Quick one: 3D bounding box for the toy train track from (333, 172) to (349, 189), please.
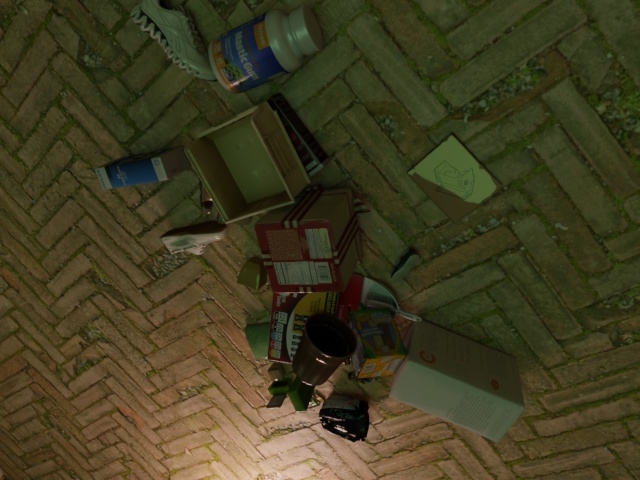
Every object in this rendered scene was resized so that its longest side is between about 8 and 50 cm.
[{"bbox_3d":[0.068,-0.160,1.346,0.048,0.014,0.083,26,115,13],"label":"toy train track"}]

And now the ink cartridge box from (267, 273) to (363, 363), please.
[{"bbox_3d":[-0.018,0.247,1.467,0.271,0.130,0.310,9,115,3],"label":"ink cartridge box"}]

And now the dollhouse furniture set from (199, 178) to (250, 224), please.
[{"bbox_3d":[-0.312,-0.139,1.476,0.151,0.123,0.144,-2,121,-19],"label":"dollhouse furniture set"}]

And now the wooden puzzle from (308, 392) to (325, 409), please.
[{"bbox_3d":[-0.044,0.624,1.772,0.116,0.014,0.078,-38,99,30],"label":"wooden puzzle"}]

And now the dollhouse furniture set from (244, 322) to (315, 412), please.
[{"bbox_3d":[-0.167,0.458,1.651,0.197,0.151,0.302,-13,110,24],"label":"dollhouse furniture set"}]

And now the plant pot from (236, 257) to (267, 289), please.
[{"bbox_3d":[-0.226,0.106,1.541,0.081,0.081,0.083,16,107,10],"label":"plant pot"}]

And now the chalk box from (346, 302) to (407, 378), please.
[{"bbox_3d":[0.157,0.296,1.407,0.131,0.213,0.132,-1,138,-16],"label":"chalk box"}]

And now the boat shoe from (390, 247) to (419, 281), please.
[{"bbox_3d":[0.251,0.075,1.386,0.046,0.038,0.125,4,134,-31],"label":"boat shoe"}]

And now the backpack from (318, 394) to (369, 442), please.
[{"bbox_3d":[0.087,0.646,1.681,0.181,0.115,0.152,2,104,19],"label":"backpack"}]

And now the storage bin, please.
[{"bbox_3d":[-0.205,-0.213,1.270,0.262,0.123,0.261,-13,114,35],"label":"storage bin"}]

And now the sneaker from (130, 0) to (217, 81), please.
[{"bbox_3d":[-0.382,-0.562,1.251,0.292,0.110,0.118,44,112,-6],"label":"sneaker"}]

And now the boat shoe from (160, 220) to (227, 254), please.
[{"bbox_3d":[-0.416,0.000,1.544,0.276,0.098,0.096,-6,114,31],"label":"boat shoe"}]

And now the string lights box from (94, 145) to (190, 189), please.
[{"bbox_3d":[-0.566,-0.231,1.454,0.259,0.133,0.077,-5,114,20],"label":"string lights box"}]

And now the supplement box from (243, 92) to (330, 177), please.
[{"bbox_3d":[-0.098,-0.282,1.305,0.130,0.073,0.239,-31,103,30],"label":"supplement box"}]

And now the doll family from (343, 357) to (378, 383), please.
[{"bbox_3d":[0.133,0.449,1.592,0.111,0.076,0.193,-9,115,17],"label":"doll family"}]

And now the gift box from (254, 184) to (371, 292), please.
[{"bbox_3d":[0.000,0.000,1.303,0.276,0.258,0.255,1,117,17],"label":"gift box"}]

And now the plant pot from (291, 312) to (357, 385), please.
[{"bbox_3d":[0.000,0.332,1.352,0.166,0.167,0.165,28,121,3],"label":"plant pot"}]

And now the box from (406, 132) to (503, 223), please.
[{"bbox_3d":[0.362,-0.166,1.238,0.201,0.021,0.164,45,120,-6],"label":"box"}]

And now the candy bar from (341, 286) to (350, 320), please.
[{"bbox_3d":[0.078,0.216,1.526,0.040,0.018,0.162,9,119,14],"label":"candy bar"}]

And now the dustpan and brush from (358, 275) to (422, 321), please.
[{"bbox_3d":[0.221,0.211,1.449,0.211,0.060,0.148,14,119,12],"label":"dustpan and brush"}]

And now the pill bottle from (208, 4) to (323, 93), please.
[{"bbox_3d":[-0.137,-0.493,1.168,0.271,0.152,0.153,-14,110,25],"label":"pill bottle"}]

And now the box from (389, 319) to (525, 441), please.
[{"bbox_3d":[0.410,0.418,1.395,0.345,0.215,0.168,22,120,6],"label":"box"}]
